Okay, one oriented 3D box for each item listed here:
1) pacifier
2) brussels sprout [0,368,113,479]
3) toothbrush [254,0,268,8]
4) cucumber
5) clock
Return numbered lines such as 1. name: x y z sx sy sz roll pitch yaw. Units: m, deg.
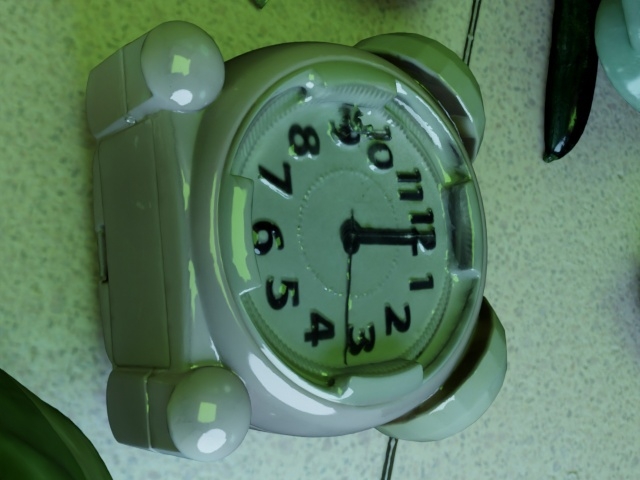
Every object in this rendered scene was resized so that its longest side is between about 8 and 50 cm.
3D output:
1. pacifier: 0.407 -0.236 0.810 0.288 0.269 0.343 68 22 2
2. brussels sprout: -0.249 0.213 0.433 0.315 0.276 0.371 -25 97 -24
3. toothbrush: -0.009 -0.286 0.756 0.017 0.014 0.194 39 69 -19
4. cucumber: 0.273 -0.220 0.877 0.056 0.056 0.284 11 85 -27
5. clock: 0.000 0.000 0.645 0.326 0.184 0.341 -3 92 -32
